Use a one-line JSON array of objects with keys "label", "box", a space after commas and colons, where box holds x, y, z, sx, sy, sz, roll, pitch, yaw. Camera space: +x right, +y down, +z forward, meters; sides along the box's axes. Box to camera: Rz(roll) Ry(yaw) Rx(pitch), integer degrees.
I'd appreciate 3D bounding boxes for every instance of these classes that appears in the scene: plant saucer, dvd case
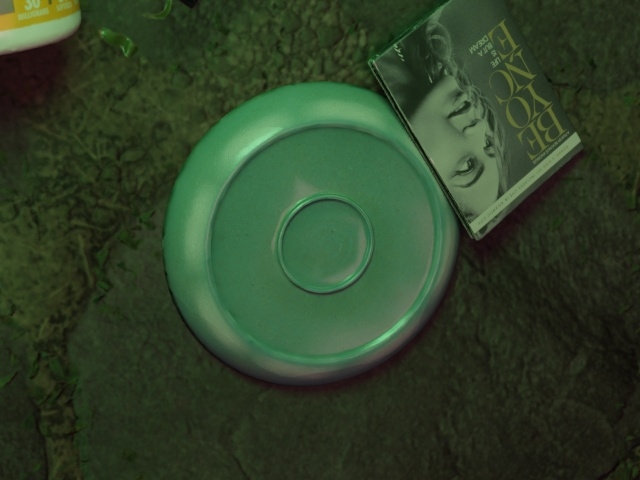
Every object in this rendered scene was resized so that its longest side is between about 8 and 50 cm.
[{"label": "plant saucer", "box": [0.000, 0.000, 1.913, 0.318, 0.044, 0.317, -4, 103, -16]}, {"label": "dvd case", "box": [0.161, -0.136, 1.927, 0.164, 0.018, 0.221, -40, 112, -21]}]

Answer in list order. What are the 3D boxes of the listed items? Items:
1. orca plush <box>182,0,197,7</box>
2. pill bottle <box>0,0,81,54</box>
[{"label": "orca plush", "box": [-0.035, -0.337, 1.790, 0.287, 0.102, 0.151, -31, 110, -9]}, {"label": "pill bottle", "box": [-0.310, -0.307, 1.676, 0.162, 0.162, 0.278, -12, 106, -15]}]
